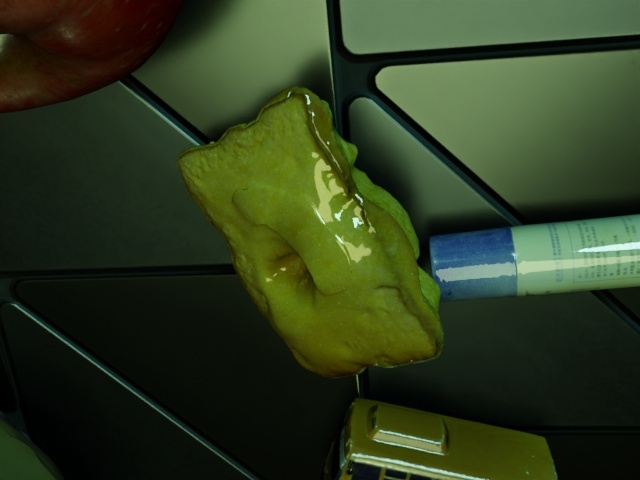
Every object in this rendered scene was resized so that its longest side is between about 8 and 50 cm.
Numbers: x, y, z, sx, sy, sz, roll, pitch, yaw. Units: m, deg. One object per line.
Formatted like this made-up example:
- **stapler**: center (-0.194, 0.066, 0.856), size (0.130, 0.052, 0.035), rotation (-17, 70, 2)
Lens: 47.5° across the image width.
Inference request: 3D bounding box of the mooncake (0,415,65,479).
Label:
- **mooncake**: center (-0.430, 0.333, 0.697), size (0.393, 0.246, 0.394), rotation (24, 114, -12)

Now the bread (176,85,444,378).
- **bread**: center (0.000, 0.000, 0.575), size (0.161, 0.088, 0.233), rotation (-14, 106, 47)

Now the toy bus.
- **toy bus**: center (0.103, 0.218, 0.662), size (0.201, 0.098, 0.114), rotation (12, 113, 2)

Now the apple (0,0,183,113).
- **apple**: center (-0.216, -0.201, 0.445), size (0.261, 0.260, 0.216), rotation (-15, 86, 13)

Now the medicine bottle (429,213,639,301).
- **medicine bottle**: center (0.206, 0.012, 0.583), size (0.231, 0.059, 0.059), rotation (-5, 112, 10)
